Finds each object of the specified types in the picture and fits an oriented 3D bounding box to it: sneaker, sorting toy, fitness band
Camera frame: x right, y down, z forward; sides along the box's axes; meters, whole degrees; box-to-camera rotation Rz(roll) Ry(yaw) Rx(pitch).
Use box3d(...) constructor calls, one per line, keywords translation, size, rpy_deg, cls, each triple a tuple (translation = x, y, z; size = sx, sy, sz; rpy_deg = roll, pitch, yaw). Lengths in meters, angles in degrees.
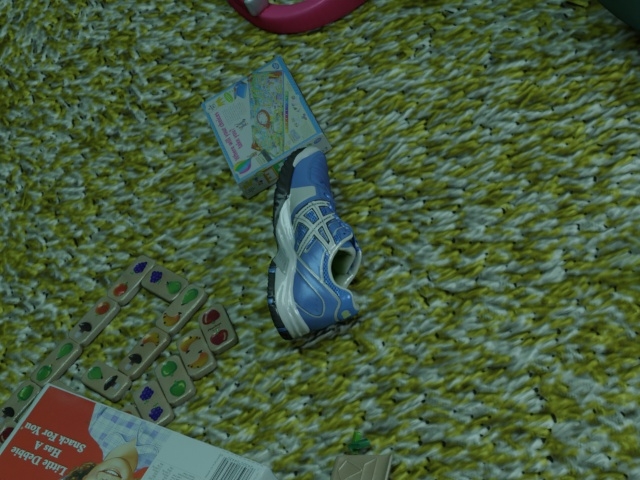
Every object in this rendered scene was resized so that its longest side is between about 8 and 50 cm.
box3d(translation=(0.000, 0.000, 1.751), size=(0.081, 0.080, 0.211), rpy_deg=(-10, 56, 16), cls="sneaker")
box3d(translation=(0.036, 0.200, 1.578), size=(0.062, 0.012, 0.083), rpy_deg=(-8, 51, 33), cls="sorting toy")
box3d(translation=(-0.029, -0.346, 2.105), size=(0.209, 0.054, 0.291), rpy_deg=(-37, 43, -4), cls="fitness band")

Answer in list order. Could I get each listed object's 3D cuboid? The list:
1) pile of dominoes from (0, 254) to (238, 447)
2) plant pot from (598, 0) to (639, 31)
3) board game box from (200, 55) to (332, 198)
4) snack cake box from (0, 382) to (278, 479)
box3d(translation=(-0.207, 0.126, 1.783), size=(0.196, 0.040, 0.251), rpy_deg=(24, 67, 44), cls="pile of dominoes")
box3d(translation=(0.344, -0.331, 1.702), size=(0.293, 0.235, 0.293), rpy_deg=(-18, 36, 13), cls="plant pot")
box3d(translation=(-0.059, -0.122, 1.931), size=(0.103, 0.026, 0.154), rpy_deg=(-30, 42, 4), cls="board game box")
box3d(translation=(-0.170, 0.240, 1.595), size=(0.264, 0.089, 0.152), rpy_deg=(17, 62, 34), cls="snack cake box")
